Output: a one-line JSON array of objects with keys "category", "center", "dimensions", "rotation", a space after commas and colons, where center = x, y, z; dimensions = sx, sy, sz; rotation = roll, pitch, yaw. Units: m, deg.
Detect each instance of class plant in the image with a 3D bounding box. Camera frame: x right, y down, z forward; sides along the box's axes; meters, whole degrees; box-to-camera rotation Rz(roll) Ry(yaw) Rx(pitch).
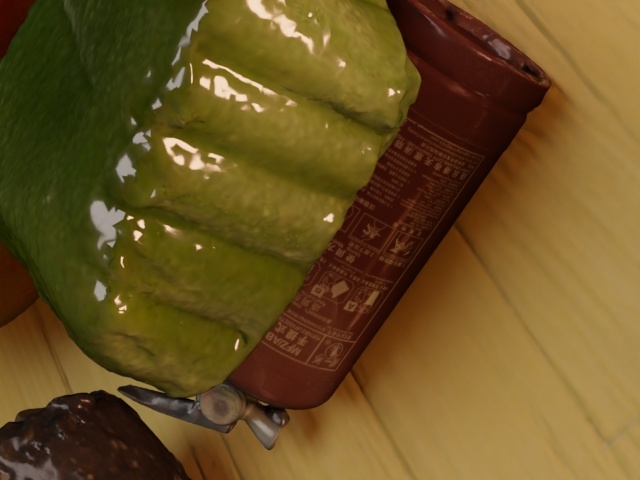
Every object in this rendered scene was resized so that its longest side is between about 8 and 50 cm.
[{"category": "plant", "center": [-0.113, 0.186, 0.729], "dimensions": [0.131, 0.142, 0.203], "rotation": [-31, 79, 10]}]

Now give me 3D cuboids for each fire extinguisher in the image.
[{"category": "fire extinguisher", "center": [0.000, 0.000, 0.711], "dimensions": [0.269, 0.105, 0.105], "rotation": [-56, 47, 18]}]

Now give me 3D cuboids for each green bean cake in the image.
[{"category": "green bean cake", "center": [-0.071, -0.063, 0.662], "dimensions": [0.222, 0.125, 0.248], "rotation": [-58, 31, 17]}]

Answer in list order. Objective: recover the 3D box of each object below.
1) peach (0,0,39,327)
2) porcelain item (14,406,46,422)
[{"category": "peach", "center": [-0.290, -0.071, 0.880], "dimensions": [0.332, 0.308, 0.308], "rotation": [-48, 50, 21]}, {"category": "porcelain item", "center": [-0.190, 0.215, 0.873], "dimensions": [0.081, 0.069, 0.216], "rotation": [33, 107, 40]}]
